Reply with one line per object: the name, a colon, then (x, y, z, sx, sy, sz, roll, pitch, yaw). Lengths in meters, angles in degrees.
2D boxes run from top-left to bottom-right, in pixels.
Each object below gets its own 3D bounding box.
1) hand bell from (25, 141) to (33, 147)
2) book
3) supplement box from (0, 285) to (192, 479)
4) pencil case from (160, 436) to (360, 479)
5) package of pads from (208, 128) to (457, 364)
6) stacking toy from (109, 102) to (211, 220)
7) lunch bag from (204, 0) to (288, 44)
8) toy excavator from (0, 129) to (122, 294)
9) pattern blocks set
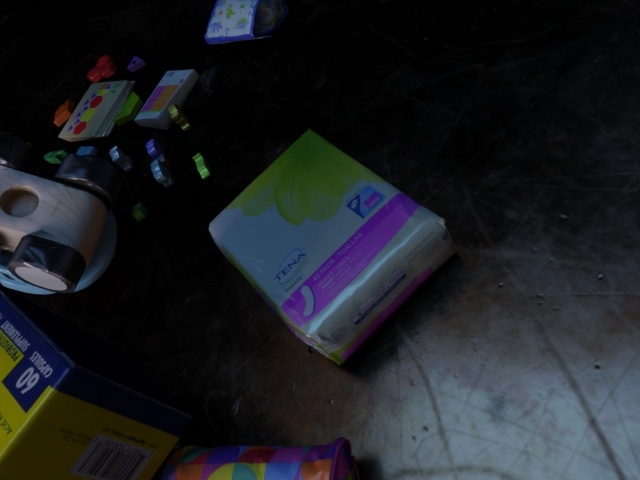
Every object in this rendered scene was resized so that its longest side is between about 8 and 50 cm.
hand bell: (-0.827, -0.195, 1.347, 0.242, 0.126, 0.126, -18, 53, 3)
book: (-0.336, -0.311, 1.186, 0.096, 0.035, 0.144, 12, 66, 37)
supplement box: (-0.345, 0.262, 0.557, 0.194, 0.195, 0.356, 24, 73, 36)
pencil case: (-0.071, 0.277, 0.622, 0.237, 0.104, 0.104, -9, 57, 23)
package of pads: (0.000, 0.000, 0.759, 0.229, 0.101, 0.296, -44, 49, -5)
stacking toy: (-0.315, -0.155, 1.061, 0.167, 0.052, 0.221, -34, 51, 5)
lunch bag: (-0.159, -0.469, 1.150, 0.129, 0.096, 0.151, 5, 53, 31)
toy excavator: (-0.604, 0.001, 1.027, 0.434, 0.445, 0.222, 17, 61, -10)
pattern blocks set: (-0.525, -0.309, 1.288, 0.286, 0.026, 0.324, 15, 69, 35)
